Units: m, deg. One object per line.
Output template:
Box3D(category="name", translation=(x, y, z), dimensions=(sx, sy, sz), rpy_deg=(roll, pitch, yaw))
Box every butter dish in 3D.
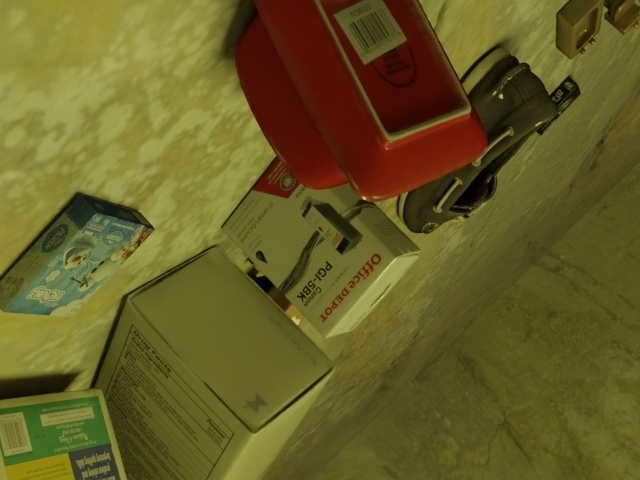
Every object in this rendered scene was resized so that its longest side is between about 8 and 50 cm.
Box3D(category="butter dish", translation=(0.007, -0.095, 0.662), dimensions=(0.118, 0.160, 0.160), rpy_deg=(-27, 179, 42))

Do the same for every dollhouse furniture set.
Box3D(category="dollhouse furniture set", translation=(0.367, -0.257, 1.163), dimensions=(0.151, 0.123, 0.144), rpy_deg=(-45, 165, 2))

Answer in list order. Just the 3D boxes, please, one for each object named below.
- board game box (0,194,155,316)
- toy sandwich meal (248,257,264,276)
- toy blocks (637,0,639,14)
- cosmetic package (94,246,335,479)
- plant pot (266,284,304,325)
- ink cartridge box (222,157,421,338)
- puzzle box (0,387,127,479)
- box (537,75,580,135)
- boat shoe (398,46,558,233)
Box3D(category="board game box", translation=(-0.164, 0.013, 0.686), dimensions=(0.090, 0.020, 0.090), rpy_deg=(-45, 165, 7))
Box3D(category="toy sandwich meal", translation=(-0.037, -0.002, 0.970), dimensions=(0.085, 0.029, 0.085), rpy_deg=(-34, 152, -21))
Box3D(category="toy blocks", translation=(0.378, -0.278, 0.801), dimensions=(0.381, 0.190, 0.261), rpy_deg=(-56, -167, 37))
Box3D(category="cosmetic package", translation=(-0.124, 0.170, 0.946), dimensions=(0.113, 0.160, 0.309), rpy_deg=(-32, 162, -42))
Box3D(category="plant pot", translation=(-0.057, 0.099, 1.094), dimensions=(0.236, 0.032, 0.236), rpy_deg=(-54, 175, -8))
Box3D(category="ink cartridge box", translation=(0.000, 0.000, 0.859), dimensions=(0.099, 0.135, 0.056), rpy_deg=(-51, 163, 20))
Box3D(category="puzzle box", translation=(-0.228, 0.246, 0.671), dimensions=(0.052, 0.272, 0.409), rpy_deg=(-20, 170, 15))
Box3D(category="box", translation=(0.332, -0.190, 1.454), dimensions=(0.083, 0.018, 0.067), rpy_deg=(-47, 164, 9))
Box3D(category="boat shoe", translation=(0.174, -0.080, 1.180), dimensions=(0.112, 0.095, 0.335), rpy_deg=(-37, 163, -26))
